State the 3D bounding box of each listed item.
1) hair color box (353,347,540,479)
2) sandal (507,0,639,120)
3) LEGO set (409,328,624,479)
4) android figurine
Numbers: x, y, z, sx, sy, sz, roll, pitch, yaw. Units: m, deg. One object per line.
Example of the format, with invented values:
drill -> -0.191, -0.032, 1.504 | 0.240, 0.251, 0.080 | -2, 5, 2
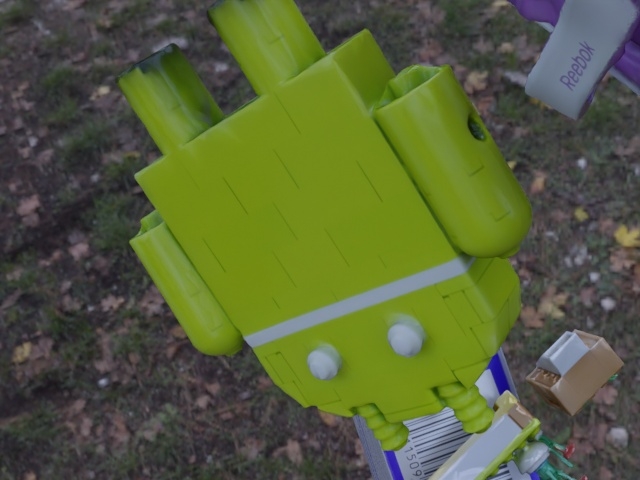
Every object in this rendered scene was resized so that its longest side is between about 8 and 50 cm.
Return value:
hair color box -> 0.095, 0.176, 0.753 | 0.110, 0.185, 0.339 | -18, -9, -5
sandal -> 0.101, -0.117, 0.369 | 0.102, 0.169, 0.416 | -21, 23, 1
LEGO set -> 0.092, 0.173, 0.509 | 0.287, 0.132, 0.107 | -31, 68, -38
android figurine -> 0.000, 0.000, 0.500 | 0.248, 0.273, 0.056 | -21, 14, 40
